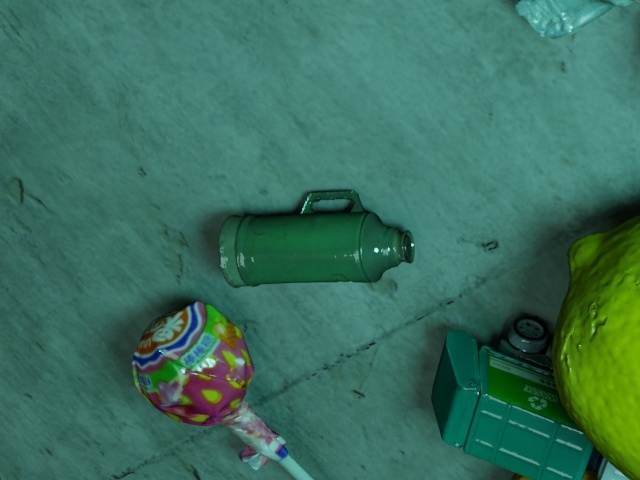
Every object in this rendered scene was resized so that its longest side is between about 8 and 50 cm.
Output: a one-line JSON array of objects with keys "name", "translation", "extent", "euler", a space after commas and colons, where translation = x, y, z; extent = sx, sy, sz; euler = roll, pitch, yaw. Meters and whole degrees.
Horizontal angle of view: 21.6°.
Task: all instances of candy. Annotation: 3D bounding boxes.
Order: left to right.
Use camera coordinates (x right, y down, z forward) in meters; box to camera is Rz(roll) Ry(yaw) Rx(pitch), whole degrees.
[{"name": "candy", "translation": [-0.054, 0.212, 1.777], "extent": [0.124, 0.124, 0.365], "euler": [-28, 117, 35]}]

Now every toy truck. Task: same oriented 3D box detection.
[{"name": "toy truck", "translation": [0.228, 0.166, 1.597], "extent": [0.253, 0.124, 0.114], "euler": [22, 128, 13]}]

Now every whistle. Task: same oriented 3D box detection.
[{"name": "whistle", "translation": [0.245, -0.224, 1.352], "extent": [0.223, 0.123, 0.123], "euler": [-28, 105, 41]}]

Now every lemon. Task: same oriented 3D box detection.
[{"name": "lemon", "translation": [0.325, 0.101, 1.429], "extent": [0.267, 0.267, 0.267], "euler": [11, 124, 18]}]

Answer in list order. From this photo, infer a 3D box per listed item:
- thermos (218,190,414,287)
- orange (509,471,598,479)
[{"name": "thermos", "translation": [0.001, 0.005, 1.634], "extent": [0.187, 0.083, 0.073], "euler": [-1, 141, 23]}, {"name": "orange", "translation": [0.241, 0.272, 1.658], "extent": [0.135, 0.118, 0.136], "euler": [3, 137, 3]}]
